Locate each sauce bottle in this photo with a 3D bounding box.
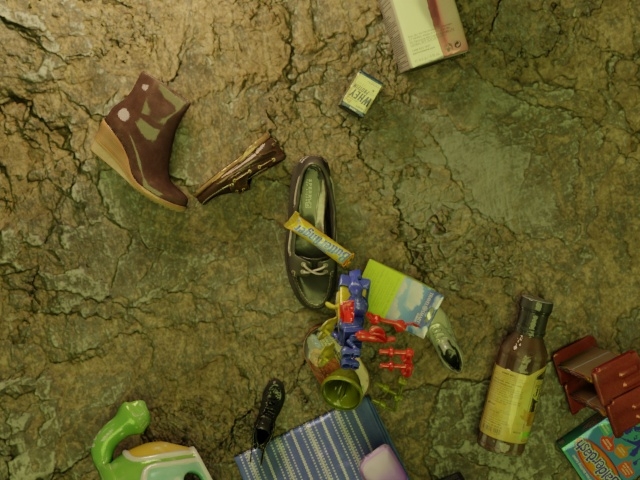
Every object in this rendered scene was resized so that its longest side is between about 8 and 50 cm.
[{"bbox_3d":[0.430,0.292,1.851,0.111,0.111,0.345,12,98,-5],"label":"sauce bottle"}]

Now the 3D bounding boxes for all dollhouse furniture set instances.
[{"bbox_3d":[0.716,0.253,1.827,0.374,0.201,0.152,-24,97,-6],"label":"dollhouse furniture set"}]

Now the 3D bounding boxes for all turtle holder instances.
[{"bbox_3d":[-0.351,0.521,1.798,0.227,0.243,0.320,-28,58,-14],"label":"turtle holder"}]

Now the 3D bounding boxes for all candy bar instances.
[{"bbox_3d":[0.000,0.000,1.757,0.161,0.018,0.040,36,96,-11],"label":"candy bar"}]

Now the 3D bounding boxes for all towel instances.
[{"bbox_3d":[0.005,0.504,1.831,0.335,0.040,0.243,-25,64,-1],"label":"towel"}]

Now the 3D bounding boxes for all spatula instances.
[{"bbox_3d":[0.182,0.562,1.742,0.084,0.030,0.297,-32,78,-4],"label":"spatula"}]

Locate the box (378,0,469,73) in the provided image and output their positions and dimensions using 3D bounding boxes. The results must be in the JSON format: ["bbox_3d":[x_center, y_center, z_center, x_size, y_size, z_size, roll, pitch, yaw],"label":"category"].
[{"bbox_3d":[0.197,-0.470,1.729,0.126,0.148,0.233,-18,98,-1],"label":"box"}]

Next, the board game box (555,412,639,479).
[{"bbox_3d":[0.661,0.462,1.917,0.210,0.047,0.160,-36,97,2],"label":"board game box"}]

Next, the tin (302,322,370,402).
[{"bbox_3d":[0.035,0.268,1.865,0.106,0.040,0.190,-29,97,4],"label":"tin"}]

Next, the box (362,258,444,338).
[{"bbox_3d":[0.164,0.124,1.829,0.178,0.042,0.109,26,95,10],"label":"box"}]

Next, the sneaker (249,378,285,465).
[{"bbox_3d":[-0.115,0.391,1.844,0.051,0.089,0.170,18,96,-5],"label":"sneaker"}]

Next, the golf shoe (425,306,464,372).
[{"bbox_3d":[0.265,0.208,1.846,0.069,0.086,0.176,-32,96,3],"label":"golf shoe"}]

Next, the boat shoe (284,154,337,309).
[{"bbox_3d":[-0.020,-0.012,1.798,0.112,0.095,0.336,-1,97,-3],"label":"boat shoe"}]

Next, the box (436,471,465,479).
[{"bbox_3d":[0.298,0.617,1.834,0.108,0.207,0.153,-20,98,-3],"label":"box"}]

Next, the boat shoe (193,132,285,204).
[{"bbox_3d":[-0.168,-0.136,1.786,0.207,0.073,0.073,-38,95,2],"label":"boat shoe"}]

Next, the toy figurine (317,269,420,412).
[{"bbox_3d":[0.092,0.176,1.766,0.191,0.217,0.363,1,140,1],"label":"toy figurine"}]

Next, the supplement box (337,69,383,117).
[{"bbox_3d":[0.082,-0.303,1.775,0.056,0.083,0.083,29,95,-6],"label":"supplement box"}]

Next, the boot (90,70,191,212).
[{"bbox_3d":[-0.330,-0.201,1.760,0.248,0.090,0.207,38,95,-3],"label":"boot"}]
